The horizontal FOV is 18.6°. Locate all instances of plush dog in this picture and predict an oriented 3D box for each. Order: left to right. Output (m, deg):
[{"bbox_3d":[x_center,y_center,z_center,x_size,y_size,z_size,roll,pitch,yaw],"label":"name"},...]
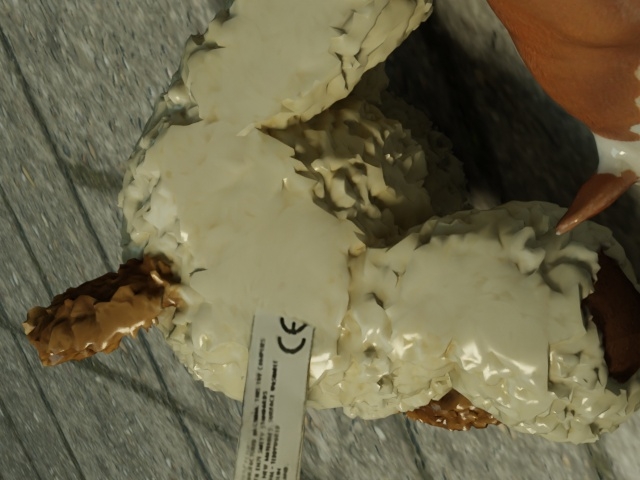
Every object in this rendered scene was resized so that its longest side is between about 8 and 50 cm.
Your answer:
[{"bbox_3d":[0.000,0.000,0.818,0.262,0.211,0.225,58,-174,9],"label":"plush dog"}]

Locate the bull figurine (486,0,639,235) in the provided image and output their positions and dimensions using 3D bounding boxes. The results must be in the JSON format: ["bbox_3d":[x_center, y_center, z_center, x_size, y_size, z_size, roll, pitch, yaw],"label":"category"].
[{"bbox_3d":[0.079,-0.136,0.539,0.310,0.101,0.188,60,156,-7],"label":"bull figurine"}]
